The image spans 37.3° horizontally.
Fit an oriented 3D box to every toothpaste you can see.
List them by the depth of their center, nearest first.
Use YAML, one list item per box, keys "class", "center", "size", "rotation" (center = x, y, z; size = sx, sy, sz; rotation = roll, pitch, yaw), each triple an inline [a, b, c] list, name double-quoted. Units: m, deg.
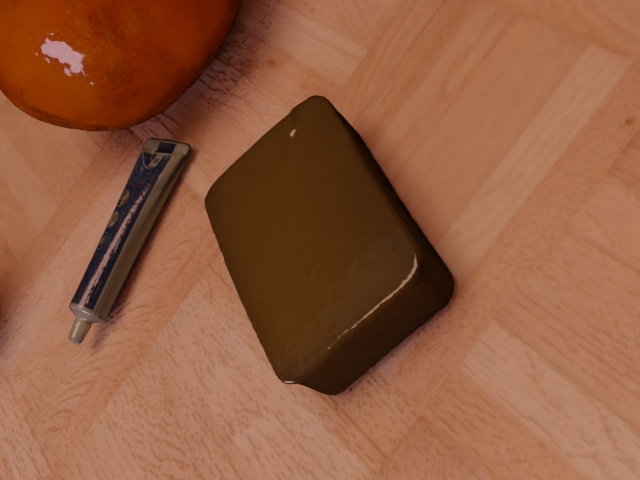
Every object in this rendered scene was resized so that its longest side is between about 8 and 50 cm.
- class: "toothpaste"
  center: [-0.170, -0.001, 0.819]
  size: [0.057, 0.035, 0.197]
  rotation: [12, 72, 36]

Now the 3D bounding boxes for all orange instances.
- class: "orange"
  center: [-0.200, -0.238, 0.850]
  size: [0.284, 0.226, 0.283]
  rotation: [-25, 52, 38]

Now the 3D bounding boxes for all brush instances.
- class: "brush"
  center: [0.000, 0.000, 0.647]
  size: [0.123, 0.059, 0.197]
  rotation: [-40, 46, 13]
